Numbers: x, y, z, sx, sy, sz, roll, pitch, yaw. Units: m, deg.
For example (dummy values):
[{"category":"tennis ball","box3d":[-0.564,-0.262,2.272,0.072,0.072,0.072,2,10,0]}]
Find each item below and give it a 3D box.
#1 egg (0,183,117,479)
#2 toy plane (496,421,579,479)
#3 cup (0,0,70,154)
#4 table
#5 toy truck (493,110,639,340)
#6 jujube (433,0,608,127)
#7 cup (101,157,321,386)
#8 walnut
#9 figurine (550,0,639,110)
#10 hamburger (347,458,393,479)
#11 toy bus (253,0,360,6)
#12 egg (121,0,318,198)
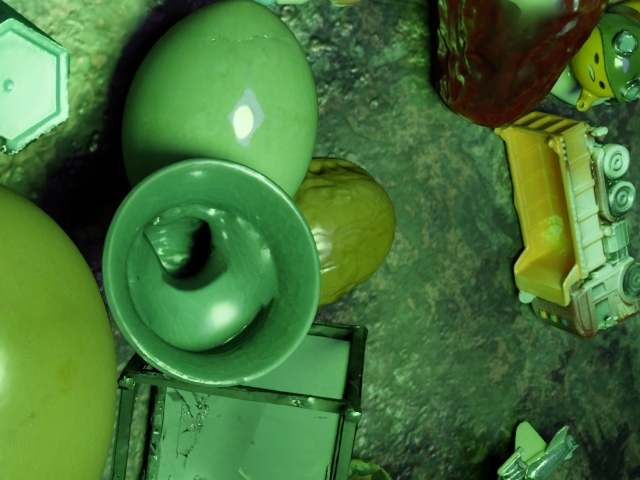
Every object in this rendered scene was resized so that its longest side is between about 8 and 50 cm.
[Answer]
[{"category":"egg","box3d":[-0.321,0.120,1.241,0.301,0.301,0.374,-13,119,-27]},{"category":"toy plane","box3d":[0.216,0.330,1.815,0.262,0.088,0.192,-49,150,-5]},{"category":"cup","box3d":[-0.305,-0.148,1.267,0.134,0.235,0.148,25,93,-33]},{"category":"table","box3d":[-0.088,0.262,1.455,0.222,0.272,0.335,8,102,1]},{"category":"toy truck","box3d":[0.294,-0.019,1.738,0.135,0.114,0.270,-27,116,-26]},{"category":"jujube","box3d":[0.205,-0.251,1.587,0.190,0.190,0.255,2,122,-31]},{"category":"cup","box3d":[-0.118,0.036,1.335,0.199,0.150,0.199,4,80,-24]},{"category":"walnut","box3d":[0.002,0.000,1.585,0.211,0.087,0.167,-26,113,-22]},{"category":"figurine","box3d":[0.357,-0.229,1.697,0.250,0.141,0.167,-20,113,-25]},{"category":"hamburger","box3d":[0.025,0.346,1.697,0.177,0.113,0.186,-2,113,-36]},{"category":"toy bus","box3d":[-0.011,-0.339,1.427,0.287,0.194,0.232,-7,121,-30]},{"category":"egg","box3d":[-0.096,-0.110,1.428,0.186,0.186,0.253,-1,117,-31]}]
